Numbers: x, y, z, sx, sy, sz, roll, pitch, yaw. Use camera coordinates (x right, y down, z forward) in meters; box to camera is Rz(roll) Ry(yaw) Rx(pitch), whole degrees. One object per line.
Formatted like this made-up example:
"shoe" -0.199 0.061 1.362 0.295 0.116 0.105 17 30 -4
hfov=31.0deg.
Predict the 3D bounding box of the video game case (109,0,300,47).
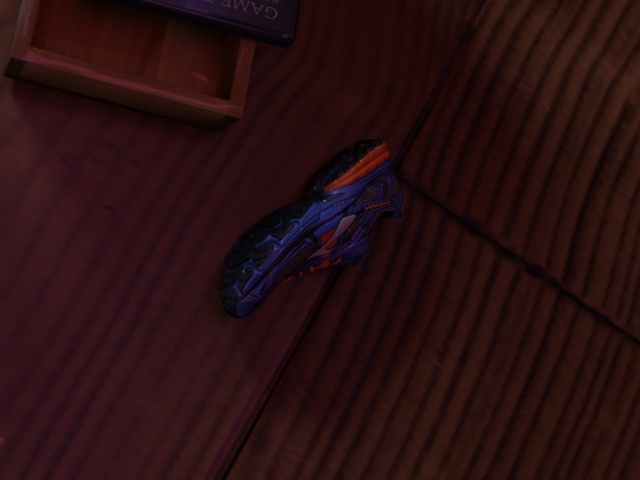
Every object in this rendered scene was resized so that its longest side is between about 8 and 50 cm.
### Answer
"video game case" -0.097 -0.324 1.016 0.196 0.026 0.274 12 81 -20

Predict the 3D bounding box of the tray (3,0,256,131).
"tray" -0.141 -0.324 1.050 0.203 0.076 0.411 13 78 -20

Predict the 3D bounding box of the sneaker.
"sneaker" 0.000 0.000 1.067 0.221 0.083 0.087 -41 107 -17
